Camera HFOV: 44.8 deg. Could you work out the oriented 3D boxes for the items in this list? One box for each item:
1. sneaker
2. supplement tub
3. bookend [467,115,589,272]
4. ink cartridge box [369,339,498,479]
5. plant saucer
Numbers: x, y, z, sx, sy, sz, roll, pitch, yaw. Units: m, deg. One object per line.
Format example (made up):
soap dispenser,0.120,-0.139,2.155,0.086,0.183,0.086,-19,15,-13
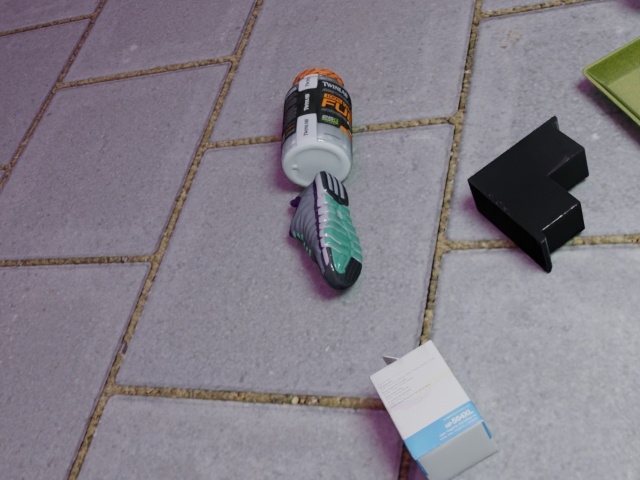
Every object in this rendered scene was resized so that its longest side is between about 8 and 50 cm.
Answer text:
sneaker,0.000,0.000,1.175,0.098,0.083,0.224,-35,38,27
supplement tub,-0.005,-0.189,1.283,0.117,0.117,0.190,-13,50,18
bookend,0.312,-0.066,1.052,0.157,0.072,0.156,-37,48,-4
ink cartridge box,0.130,0.198,0.923,0.090,0.092,0.143,-31,47,2
plant saucer,0.503,-0.225,1.098,0.188,0.045,0.188,-30,47,3
